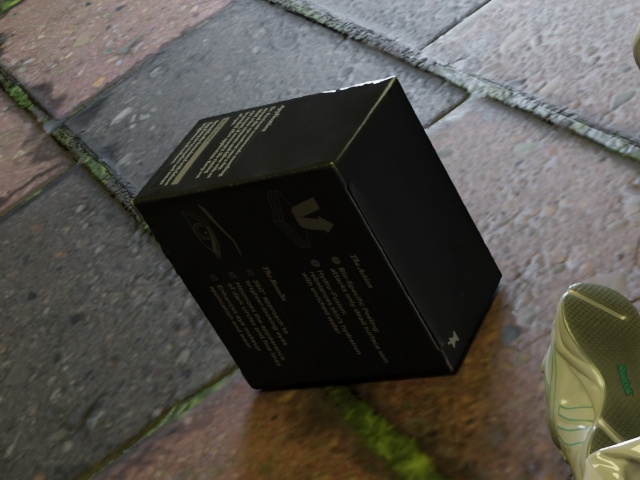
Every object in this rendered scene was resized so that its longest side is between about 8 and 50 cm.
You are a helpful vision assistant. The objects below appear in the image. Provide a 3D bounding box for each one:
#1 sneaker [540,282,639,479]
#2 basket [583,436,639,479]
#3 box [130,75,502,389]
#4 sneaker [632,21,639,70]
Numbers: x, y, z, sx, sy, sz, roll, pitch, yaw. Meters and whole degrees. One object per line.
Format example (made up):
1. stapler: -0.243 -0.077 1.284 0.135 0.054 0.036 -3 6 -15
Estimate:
1. sneaker: 0.141 0.095 0.788 0.054 0.061 0.152 7 46 -12
2. basket: 0.195 0.130 0.611 0.167 0.103 0.113 -19 29 21
3. box: 0.000 0.000 0.972 0.158 0.156 0.093 -8 34 37
4. sneaker: 0.259 -0.098 0.949 0.115 0.090 0.232 -46 29 -19
